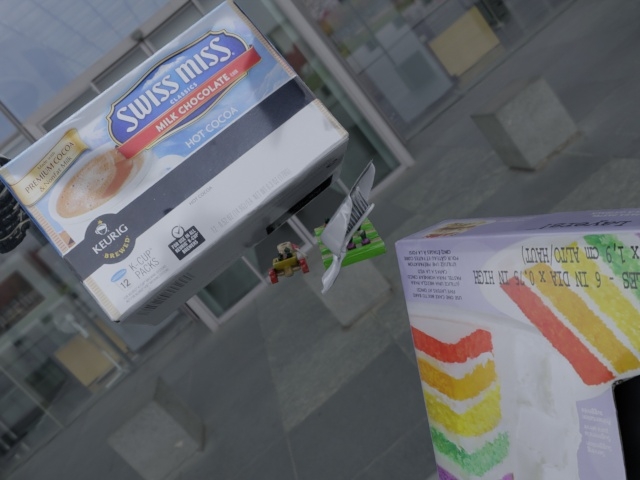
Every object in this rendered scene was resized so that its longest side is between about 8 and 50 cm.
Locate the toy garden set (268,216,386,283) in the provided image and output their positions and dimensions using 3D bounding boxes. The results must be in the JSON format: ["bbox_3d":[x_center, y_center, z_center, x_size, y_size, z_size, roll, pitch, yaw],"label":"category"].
[{"bbox_3d":[0.000,0.000,1.177,0.204,0.049,0.244,-18,15,0],"label":"toy garden set"}]

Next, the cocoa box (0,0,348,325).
[{"bbox_3d":[-0.169,-0.085,0.825,0.347,0.228,0.231,-39,-5,-7],"label":"cocoa box"}]

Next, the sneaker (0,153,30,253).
[{"bbox_3d":[-0.560,-0.111,1.006,0.122,0.283,0.110,-2,25,24],"label":"sneaker"}]

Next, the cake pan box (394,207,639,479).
[{"bbox_3d":[0.177,0.106,0.389,0.070,0.246,0.267,-19,11,-36],"label":"cake pan box"}]

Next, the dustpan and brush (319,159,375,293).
[{"bbox_3d":[0.034,-0.005,0.962,0.211,0.060,0.147,-56,0,31],"label":"dustpan and brush"}]
